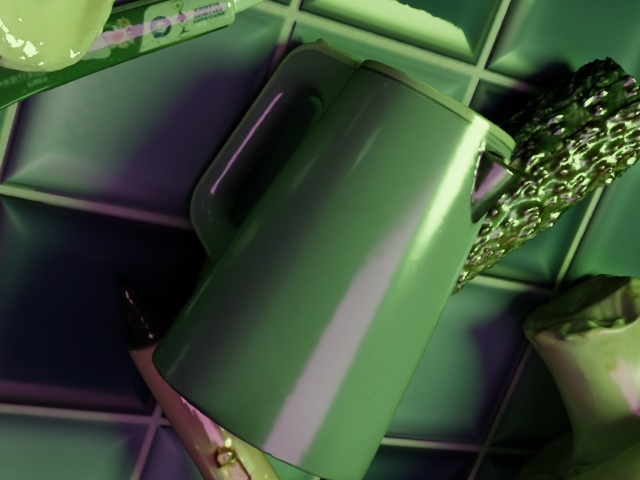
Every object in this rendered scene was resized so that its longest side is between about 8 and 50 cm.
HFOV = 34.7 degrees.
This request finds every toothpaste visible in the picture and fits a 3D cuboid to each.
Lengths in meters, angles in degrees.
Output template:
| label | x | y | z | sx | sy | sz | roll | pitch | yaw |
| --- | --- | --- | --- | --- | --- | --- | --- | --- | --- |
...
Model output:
| label | x | y | z | sx | sy | sz | roll | pitch | yaw |
| --- | --- | --- | --- | --- | --- | --- | --- | --- | --- |
| toothpaste | -0.130 | -0.132 | 0.656 | 0.204 | 0.031 | 0.049 | -21 | 119 | -13 |

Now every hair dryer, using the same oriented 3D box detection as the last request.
| label | x | y | z | sx | sy | sz | roll | pitch | yaw |
| --- | --- | --- | --- | --- | --- | --- | --- | --- | --- |
| hair dryer | -0.065 | 0.178 | 0.768 | 0.106 | 0.189 | 0.344 | -32 | 109 | -6 |

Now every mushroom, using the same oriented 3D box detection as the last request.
| label | x | y | z | sx | sy | sz | roll | pitch | yaw |
| --- | --- | --- | --- | --- | --- | --- | --- | --- | --- |
| mushroom | 0.282 | 0.174 | 0.896 | 0.297 | 0.297 | 0.290 | -33 | 87 | -8 |

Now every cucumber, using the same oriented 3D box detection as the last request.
| label | x | y | z | sx | sy | sz | roll | pitch | yaw |
| --- | --- | --- | --- | --- | --- | --- | --- | --- | --- |
| cucumber | 0.095 | -0.007 | 0.793 | 0.359 | 0.096 | 0.096 | -34 | 124 | -4 |

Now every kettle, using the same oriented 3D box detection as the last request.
| label | x | y | z | sx | sy | sz | roll | pitch | yaw |
| --- | --- | --- | --- | --- | --- | --- | --- | --- | --- |
| kettle | 0.000 | 0.000 | 0.684 | 0.160 | 0.210 | 0.243 | 26 | 94 | -53 |

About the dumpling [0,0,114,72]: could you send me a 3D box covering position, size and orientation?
| label | x | y | z | sx | sy | sz | roll | pitch | yaw |
| --- | --- | --- | --- | --- | --- | --- | --- | --- | --- |
| dumpling | -0.180 | -0.260 | 0.520 | 0.243 | 0.187 | 0.318 | -57 | 145 | -41 |
